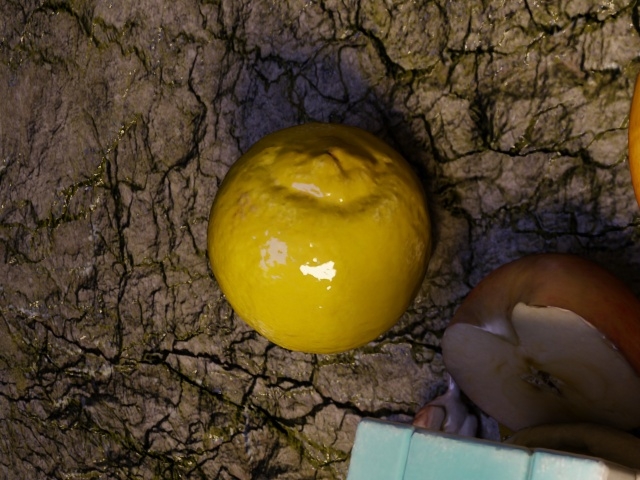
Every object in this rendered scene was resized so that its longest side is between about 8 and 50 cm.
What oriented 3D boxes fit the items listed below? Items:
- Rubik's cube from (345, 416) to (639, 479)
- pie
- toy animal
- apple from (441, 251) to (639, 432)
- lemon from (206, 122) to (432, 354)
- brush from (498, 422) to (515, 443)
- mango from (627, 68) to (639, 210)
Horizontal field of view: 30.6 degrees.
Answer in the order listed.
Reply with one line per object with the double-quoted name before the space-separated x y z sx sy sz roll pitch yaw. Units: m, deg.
"Rubik's cube" 0.216 0.390 1.285 0.322 0.319 0.316 4 77 41
"pie" 0.374 0.356 1.523 0.339 0.077 0.339 27 146 20
"toy animal" 0.158 0.290 1.800 0.185 0.104 0.184 147 131 -63
"apple" 0.318 0.126 1.510 0.251 0.163 0.293 46 147 -14
"lemon" 0.000 0.000 1.686 0.348 0.348 0.348 16 114 41
"brush" 0.265 0.216 1.708 0.082 0.010 0.218 -5 100 45
"mango" 0.444 -0.092 1.307 0.199 0.201 0.350 -20 79 18
